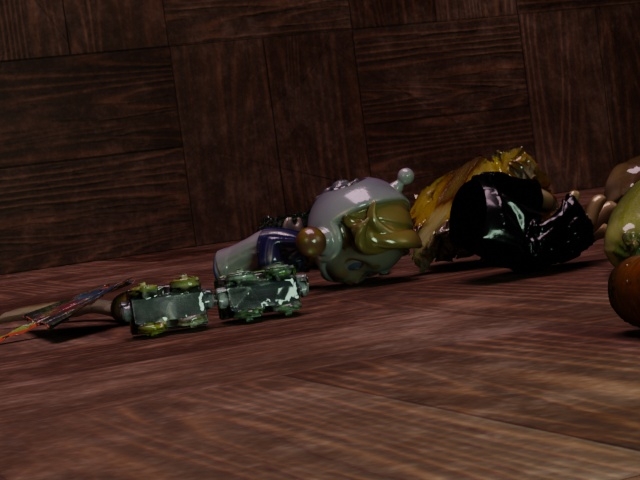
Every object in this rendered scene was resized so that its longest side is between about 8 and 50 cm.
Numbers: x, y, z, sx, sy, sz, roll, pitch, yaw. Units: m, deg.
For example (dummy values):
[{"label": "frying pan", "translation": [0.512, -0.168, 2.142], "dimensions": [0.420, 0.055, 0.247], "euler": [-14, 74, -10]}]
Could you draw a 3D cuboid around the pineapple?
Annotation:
[{"label": "pineapple", "translation": [0.206, -0.005, 1.928], "dimensions": [0.250, 0.140, 0.164], "euler": [-28, 27, 51]}]

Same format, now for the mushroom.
[{"label": "mushroom", "translation": [-0.305, 0.088, 1.843], "dimensions": [0.068, 0.043, 0.306], "euler": [16, -15, -40]}]

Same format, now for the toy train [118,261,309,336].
[{"label": "toy train", "translation": [-0.113, 0.062, 1.580], "dimensions": [0.202, 0.060, 0.081], "euler": [-8, -4, -12]}]

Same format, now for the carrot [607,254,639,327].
[{"label": "carrot", "translation": [0.253, 0.041, 1.035], "dimensions": [0.060, 0.060, 0.186], "euler": [-8, 6, -11]}]

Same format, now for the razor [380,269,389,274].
[{"label": "razor", "translation": [0.082, 0.022, 2.041], "dimensions": [0.040, 0.068, 0.135], "euler": [-10, 14, 2]}]

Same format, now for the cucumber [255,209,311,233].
[{"label": "cucumber", "translation": [-0.028, -0.008, 2.389], "dimensions": [0.096, 0.096, 0.359], "euler": [-9, 3, -24]}]

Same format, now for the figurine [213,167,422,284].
[{"label": "figurine", "translation": [0.002, 0.003, 1.909], "dimensions": [0.194, 0.133, 0.274], "euler": [5, -20, -41]}]

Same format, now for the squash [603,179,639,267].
[{"label": "squash", "translation": [0.342, -0.008, 1.567], "dimensions": [0.094, 0.094, 0.224], "euler": [-6, 8, 22]}]

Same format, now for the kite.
[{"label": "kite", "translation": [-0.300, 0.083, 1.733], "dimensions": [0.183, 0.014, 0.241], "euler": [-25, 9, -22]}]

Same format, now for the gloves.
[{"label": "gloves", "translation": [0.254, -0.019, 1.732], "dimensions": [0.203, 0.124, 0.164], "euler": [18, 23, -22]}]

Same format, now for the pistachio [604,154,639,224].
[{"label": "pistachio", "translation": [0.445, -0.054, 1.899], "dimensions": [0.210, 0.130, 0.165], "euler": [-10, -36, -44]}]
